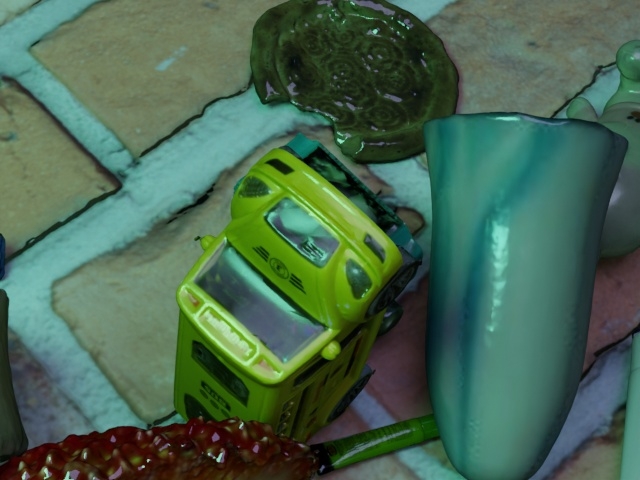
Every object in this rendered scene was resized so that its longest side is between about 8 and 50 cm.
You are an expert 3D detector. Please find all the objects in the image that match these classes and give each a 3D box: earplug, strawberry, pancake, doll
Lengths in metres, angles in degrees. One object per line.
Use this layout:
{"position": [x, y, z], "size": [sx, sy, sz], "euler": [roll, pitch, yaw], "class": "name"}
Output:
{"position": [0.166, 0.059, 1.276], "size": [0.185, 0.185, 0.323], "euler": [7, 85, -6], "class": "earplug"}
{"position": [-0.159, 0.228, 1.134], "size": [0.306, 0.233, 0.138], "euler": [-18, 43, -33], "class": "strawberry"}
{"position": [0.037, -0.180, 1.501], "size": [0.235, 0.029, 0.212], "euler": [26, 58, 3], "class": "pancake"}
{"position": [0.298, -0.069, 1.442], "size": [0.155, 0.113, 0.275], "euler": [26, 65, 15], "class": "doll"}

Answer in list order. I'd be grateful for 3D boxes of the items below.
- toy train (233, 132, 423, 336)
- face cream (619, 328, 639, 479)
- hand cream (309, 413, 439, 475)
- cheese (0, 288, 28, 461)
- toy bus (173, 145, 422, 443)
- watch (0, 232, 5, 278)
{"position": [0.000, 0.000, 1.316], "size": [0.107, 0.154, 0.198], "euler": [-39, 74, -24], "class": "toy train"}
{"position": [0.313, 0.199, 1.316], "size": [0.092, 0.058, 0.243], "euler": [13, 64, -10], "class": "face cream"}
{"position": [0.049, 0.183, 1.292], "size": [0.122, 0.023, 0.036], "euler": [-13, 43, -16], "class": "hand cream"}
{"position": [-0.377, 0.116, 1.058], "size": [0.292, 0.332, 0.153], "euler": [-11, 81, -5], "class": "cheese"}
{"position": [-0.038, 0.070, 1.165], "size": [0.144, 0.330, 0.152], "euler": [41, 65, 14], "class": "toy bus"}
{"position": [-0.454, 0.015, 1.225], "size": [0.275, 0.276, 0.068], "euler": [-5, 88, 14], "class": "watch"}
